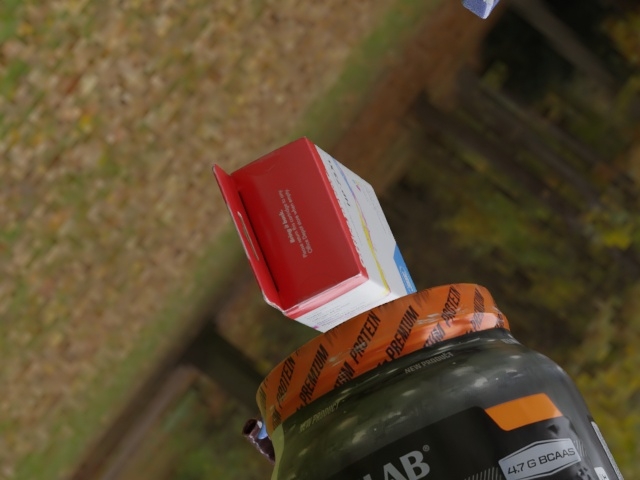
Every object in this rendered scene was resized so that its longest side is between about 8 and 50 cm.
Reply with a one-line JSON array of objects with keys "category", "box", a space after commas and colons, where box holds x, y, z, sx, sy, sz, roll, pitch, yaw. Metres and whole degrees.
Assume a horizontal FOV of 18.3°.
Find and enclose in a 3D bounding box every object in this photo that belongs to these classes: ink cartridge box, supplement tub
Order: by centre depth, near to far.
[{"category": "supplement tub", "box": [0.100, 0.210, 1.184, 0.207, 0.338, 0.207, -23, 161, -8]}, {"category": "ink cartridge box", "box": [0.000, 0.000, 1.688, 0.078, 0.134, 0.231, -27, 162, 12]}]

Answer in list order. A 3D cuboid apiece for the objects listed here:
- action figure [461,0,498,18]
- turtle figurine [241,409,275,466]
[{"category": "action figure", "box": [0.126, -0.344, 1.668, 0.330, 0.178, 0.341, -60, 174, -28]}, {"category": "turtle figurine", "box": [0.063, 0.258, 1.806, 0.198, 0.274, 0.266, -106, -158, -58]}]
